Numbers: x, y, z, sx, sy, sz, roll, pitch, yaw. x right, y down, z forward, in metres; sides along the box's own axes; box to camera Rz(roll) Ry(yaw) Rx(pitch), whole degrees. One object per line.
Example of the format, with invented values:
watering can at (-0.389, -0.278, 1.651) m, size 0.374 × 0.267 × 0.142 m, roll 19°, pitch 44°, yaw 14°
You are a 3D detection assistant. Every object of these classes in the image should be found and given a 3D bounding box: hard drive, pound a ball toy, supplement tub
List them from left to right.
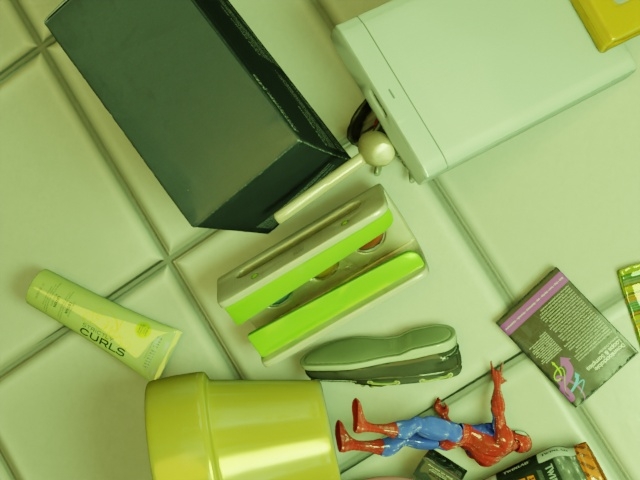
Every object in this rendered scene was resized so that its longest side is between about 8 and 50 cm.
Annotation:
pound a ball toy at (0.000, 0.000, 1.498) m, size 0.319 × 0.136 × 0.208 m, roll -31°, pitch 111°, yaw 8°
hard drive at (0.221, -0.250, 1.431) m, size 0.353 × 0.047 × 0.233 m, roll -27°, pitch 81°, yaw -19°
supplement tub at (0.292, 0.352, 1.441) m, size 0.190 × 0.117 × 0.117 m, roll -29°, pitch 82°, yaw 11°

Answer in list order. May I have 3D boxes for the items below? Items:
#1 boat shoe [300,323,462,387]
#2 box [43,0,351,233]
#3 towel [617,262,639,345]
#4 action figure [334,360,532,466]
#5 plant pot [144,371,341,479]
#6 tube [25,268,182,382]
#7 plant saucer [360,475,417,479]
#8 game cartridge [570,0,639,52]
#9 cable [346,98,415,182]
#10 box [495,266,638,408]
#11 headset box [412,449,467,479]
boat shoe at (0.085, 0.176, 1.515) m, size 0.227 × 0.081 × 0.069 m, roll -10°, pitch 115°, yaw 15°
box at (-0.153, -0.196, 1.465) m, size 0.179 × 0.312 × 0.343 m, roll -39°, pitch 80°, yaw 9°
towel at (0.485, 0.139, 1.452) m, size 0.102 × 0.021 × 0.237 m, roll -18°, pitch 84°, yaw 13°
action figure at (0.161, 0.233, 1.468) m, size 0.280 × 0.091 × 0.139 m, roll 12°, pitch 49°, yaw -19°
plant pot at (-0.100, 0.296, 1.483) m, size 0.239 × 0.254 × 0.254 m, roll -11°, pitch 85°, yaw -2°
tube at (-0.331, 0.122, 1.629) m, size 0.240 × 0.062 × 0.070 m, roll 28°, pitch 135°, yaw 8°
plant saucer at (0.073, 0.479, 1.421) m, size 0.332 × 0.084 × 0.332 m, roll -22°, pitch 44°, yaw 23°
game cartridge at (0.428, -0.454, 1.442) m, size 0.285 × 0.053 × 0.324 m, roll -27°, pitch 82°, yaw -1°
cable at (0.121, -0.227, 1.548) m, size 0.139 × 0.072 × 0.287 m, roll 2°, pitch 76°, yaw 30°
box at (0.340, 0.134, 1.483) m, size 0.116 × 0.029 × 0.162 m, roll -44°, pitch 78°, yaw 9°
headset box at (0.166, 0.323, 1.489) m, size 0.062 × 0.083 × 0.032 m, roll 31°, pitch 96°, yaw 13°
